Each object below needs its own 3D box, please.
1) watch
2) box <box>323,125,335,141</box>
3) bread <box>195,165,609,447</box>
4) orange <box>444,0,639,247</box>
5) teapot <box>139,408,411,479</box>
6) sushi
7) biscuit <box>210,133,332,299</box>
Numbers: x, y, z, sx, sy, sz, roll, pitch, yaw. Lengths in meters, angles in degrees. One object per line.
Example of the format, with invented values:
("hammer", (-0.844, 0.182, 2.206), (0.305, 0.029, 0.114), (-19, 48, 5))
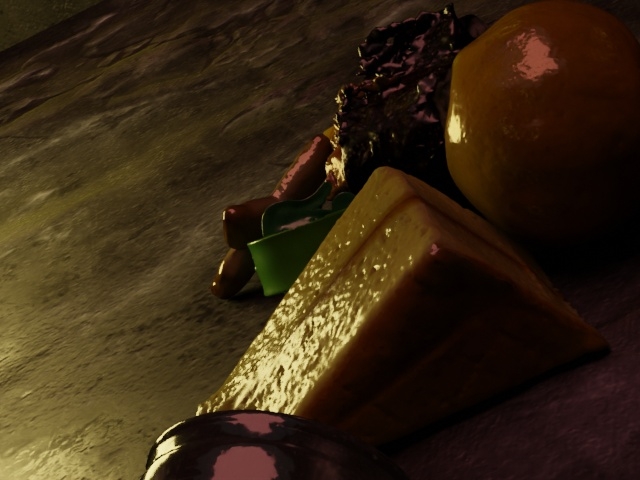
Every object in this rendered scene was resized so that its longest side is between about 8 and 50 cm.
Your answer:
("watch", (0.000, 0.000, 1.691), (0.165, 0.131, 0.152), (-17, 0, -3))
("box", (0.066, -0.171, 2.117), (0.155, 0.023, 0.087), (-30, 18, 24))
("bread", (0.066, 0.138, 1.527), (0.361, 0.245, 0.233), (-52, 24, 11))
("orange", (0.256, -0.129, 1.621), (0.235, 0.279, 0.279), (-7, 29, 12))
("teapot", (-0.089, 0.291, 1.163), (0.322, 0.239, 0.239), (-6, 44, 24))
("sushi", (0.128, -0.172, 1.876), (0.207, 0.234, 0.348), (-11, 23, 26))
("biscuit", (-0.059, -0.030, 1.865), (0.047, 0.164, 0.208), (32, 51, 18))
